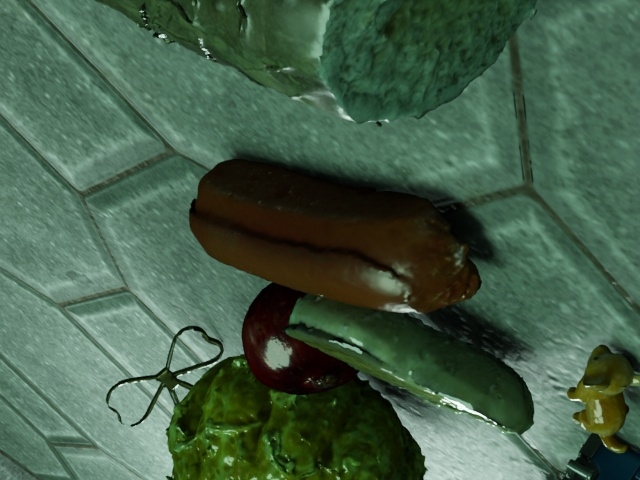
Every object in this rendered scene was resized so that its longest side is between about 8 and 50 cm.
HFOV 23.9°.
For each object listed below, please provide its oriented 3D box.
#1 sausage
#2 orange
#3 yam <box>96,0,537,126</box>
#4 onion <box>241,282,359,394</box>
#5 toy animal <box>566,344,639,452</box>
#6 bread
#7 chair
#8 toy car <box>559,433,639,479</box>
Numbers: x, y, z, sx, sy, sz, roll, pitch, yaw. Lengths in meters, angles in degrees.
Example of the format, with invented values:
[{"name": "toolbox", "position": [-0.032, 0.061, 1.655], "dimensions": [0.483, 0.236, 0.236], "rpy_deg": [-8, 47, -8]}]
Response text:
[{"name": "sausage", "position": [0.000, 0.000, 1.291], "dimensions": [0.330, 0.102, 0.102], "rpy_deg": [14, 146, 48]}, {"name": "orange", "position": [-0.025, 0.257, 1.626], "dimensions": [0.300, 0.223, 0.301], "rpy_deg": [45, 145, -13]}, {"name": "yam", "position": [-0.029, -0.190, 0.858], "dimensions": [0.271, 0.201, 0.202], "rpy_deg": [35, 158, 31]}, {"name": "onion", "position": [-0.012, 0.089, 1.440], "dimensions": [0.131, 0.131, 0.131], "rpy_deg": [34, 157, 16]}, {"name": "toy animal", "position": [0.230, 0.125, 1.199], "dimensions": [0.083, 0.061, 0.081], "rpy_deg": [116, 143, -69]}, {"name": "bread", "position": [0.085, 0.105, 1.349], "dimensions": [0.232, 0.064, 0.172], "rpy_deg": [25, 174, 4]}, {"name": "chair", "position": [-0.102, 0.282, 1.846], "dimensions": [0.325, 0.160, 0.170], "rpy_deg": [47, -170, -26]}, {"name": "toy car", "position": [0.255, 0.256, 1.350], "dimensions": [0.100, 0.097, 0.191], "rpy_deg": [29, 156, 26]}]
